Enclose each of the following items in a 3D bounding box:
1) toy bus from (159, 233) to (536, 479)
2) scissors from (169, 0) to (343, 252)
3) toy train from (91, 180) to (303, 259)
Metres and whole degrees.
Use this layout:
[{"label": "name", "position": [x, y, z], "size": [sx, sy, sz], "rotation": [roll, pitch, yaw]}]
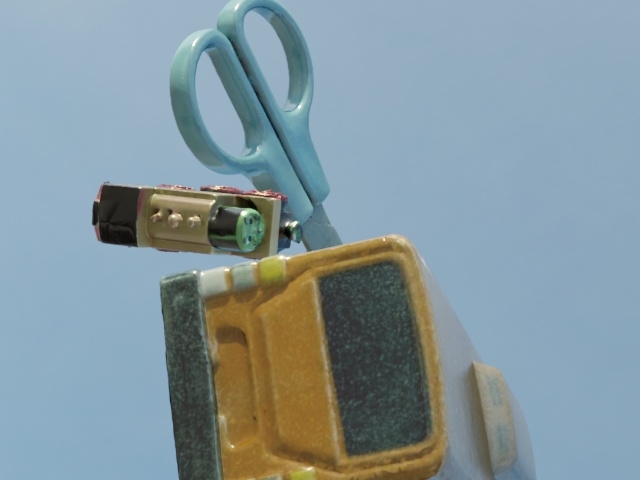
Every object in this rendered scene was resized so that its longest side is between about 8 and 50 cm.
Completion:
[{"label": "toy bus", "position": [0.016, 0.069, 0.627], "size": [0.103, 0.182, 0.091], "rotation": [-13, -112, 10]}, {"label": "scissors", "position": [0.000, 0.000, 1.591], "size": [0.029, 0.192, 0.447], "rotation": [-10, -64, 35]}, {"label": "toy train", "position": [-0.083, -0.013, 1.216], "size": [0.138, 0.087, 0.050], "rotation": [6, -87, 30]}]
